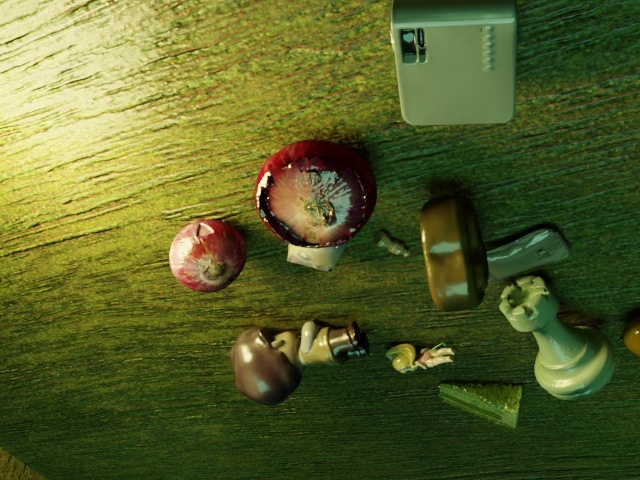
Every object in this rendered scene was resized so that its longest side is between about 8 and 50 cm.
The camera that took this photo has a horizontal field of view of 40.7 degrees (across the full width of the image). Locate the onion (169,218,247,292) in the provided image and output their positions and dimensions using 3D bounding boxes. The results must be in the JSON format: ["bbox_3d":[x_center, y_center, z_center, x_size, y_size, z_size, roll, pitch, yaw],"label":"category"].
[{"bbox_3d":[-0.253,0.033,1.957,0.177,0.153,0.177,3,131,3],"label":"onion"}]

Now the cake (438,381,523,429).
[{"bbox_3d":[0.441,0.453,2.392,0.235,0.099,0.100,2,140,11],"label":"cake"}]

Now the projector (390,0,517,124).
[{"bbox_3d":[0.227,-0.312,1.451,0.198,0.108,0.250,-1,143,12],"label":"projector"}]

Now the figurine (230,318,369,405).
[{"bbox_3d":[-0.070,0.282,2.254,0.365,0.206,0.218,-29,157,7],"label":"figurine"}]

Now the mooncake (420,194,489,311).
[{"bbox_3d":[0.283,0.026,1.787,0.117,0.235,0.235,-11,138,19],"label":"mooncake"}]

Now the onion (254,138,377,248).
[{"bbox_3d":[-0.010,-0.099,1.728,0.248,0.161,0.248,-2,139,-2],"label":"onion"}]

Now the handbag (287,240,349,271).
[{"bbox_3d":[0.000,0.000,1.906,0.117,0.095,0.173,13,145,-11],"label":"handbag"}]

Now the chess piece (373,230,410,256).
[{"bbox_3d":[0.164,0.013,1.939,0.092,0.035,0.035,28,139,-28],"label":"chess piece"}]

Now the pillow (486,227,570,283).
[{"bbox_3d":[0.432,0.038,1.911,0.232,0.038,0.130,-20,136,29],"label":"pillow"}]

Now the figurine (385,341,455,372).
[{"bbox_3d":[0.261,0.303,2.263,0.187,0.083,0.083,-10,139,33],"label":"figurine"}]

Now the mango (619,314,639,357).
[{"bbox_3d":[0.823,0.237,2.028,0.227,0.109,0.147,15,138,-10],"label":"mango"}]

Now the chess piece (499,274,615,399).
[{"bbox_3d":[0.541,0.217,2.017,0.194,0.194,0.299,-21,124,33],"label":"chess piece"}]
